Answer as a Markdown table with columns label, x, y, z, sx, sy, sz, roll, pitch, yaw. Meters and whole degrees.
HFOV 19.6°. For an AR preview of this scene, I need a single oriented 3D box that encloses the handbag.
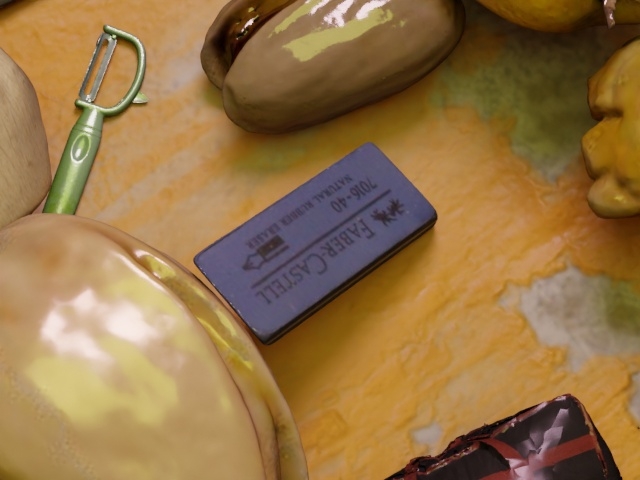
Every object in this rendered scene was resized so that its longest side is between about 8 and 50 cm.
| label | x | y | z | sx | sy | sz | roll | pitch | yaw |
| --- | --- | --- | --- | --- | --- | --- | --- | --- | --- |
| handbag | 0.123 | 0.222 | 1.330 | 0.215 | 0.155 | 0.169 | -24 | 72 | -4 |

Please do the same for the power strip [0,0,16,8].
| label | x | y | z | sx | sy | sz | roll | pitch | yaw |
| --- | --- | --- | --- | --- | --- | --- | --- | --- | --- |
| power strip | -0.373 | -0.270 | 1.460 | 0.251 | 0.092 | 0.257 | -26 | 83 | -10 |

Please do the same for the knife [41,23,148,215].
| label | x | y | z | sx | sy | sz | roll | pitch | yaw |
| --- | --- | --- | --- | --- | --- | --- | --- | --- | --- |
| knife | -0.181 | -0.066 | 1.459 | 0.054 | 0.015 | 0.212 | 20 | 78 | -5 |

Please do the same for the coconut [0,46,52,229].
| label | x | y | z | sx | sy | sz | roll | pitch | yaw |
| --- | --- | --- | --- | --- | --- | --- | --- | --- | --- |
| coconut | -0.306 | -0.072 | 1.371 | 0.224 | 0.224 | 0.224 | 0 | 78 | -1 |

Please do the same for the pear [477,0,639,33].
| label | x | y | z | sx | sy | sz | roll | pitch | yaw |
| --- | --- | --- | --- | --- | --- | --- | --- | --- | --- |
| pear | 0.176 | -0.314 | 1.373 | 0.285 | 0.285 | 0.336 | -36 | 50 | -8 |

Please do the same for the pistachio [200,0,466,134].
| label | x | y | z | sx | sy | sz | roll | pitch | yaw |
| --- | --- | --- | --- | --- | --- | --- | --- | --- | --- |
| pistachio | 0.011 | -0.156 | 1.434 | 0.206 | 0.131 | 0.129 | -24 | 35 | -1 |

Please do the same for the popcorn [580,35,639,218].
| label | x | y | z | sx | sy | sz | roll | pitch | yaw |
| --- | --- | --- | --- | --- | --- | --- | --- | --- | --- |
| popcorn | 0.314 | -0.086 | 1.380 | 0.253 | 0.191 | 0.190 | -22 | 99 | 9 |

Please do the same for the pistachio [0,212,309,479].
| label | x | y | z | sx | sy | sz | roll | pitch | yaw |
| --- | --- | --- | --- | --- | --- | --- | --- | --- | --- |
| pistachio | -0.140 | 0.126 | 1.314 | 0.321 | 0.238 | 0.229 | 57 | 39 | -1 |

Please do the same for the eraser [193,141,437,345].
| label | x | y | z | sx | sy | sz | roll | pitch | yaw |
| --- | --- | --- | --- | --- | --- | --- | --- | --- | --- |
| eraser | 0.000 | 0.000 | 1.382 | 0.082 | 0.036 | 0.225 | 49 | 51 | 9 |
